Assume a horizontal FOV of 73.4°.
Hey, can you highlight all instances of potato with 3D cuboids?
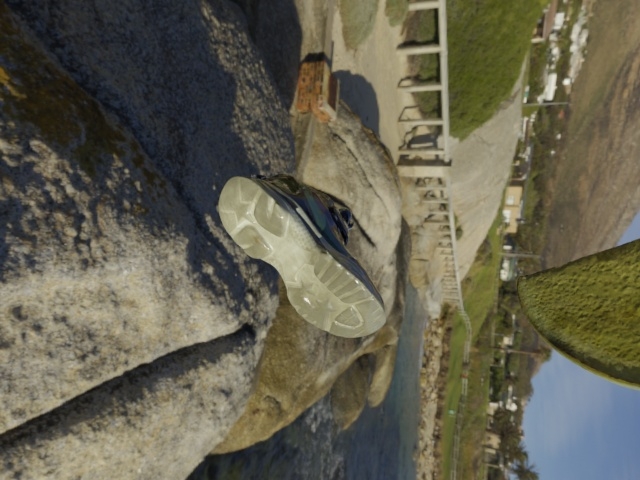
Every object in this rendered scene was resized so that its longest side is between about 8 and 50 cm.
[{"bbox_3d":[0.455,0.094,0.677,0.112,0.255,0.269,36,70,-33],"label":"potato"}]

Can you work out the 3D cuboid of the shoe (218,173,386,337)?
[{"bbox_3d":[0.000,0.000,0.367,0.071,0.169,0.099,-46,178,38],"label":"shoe"}]
